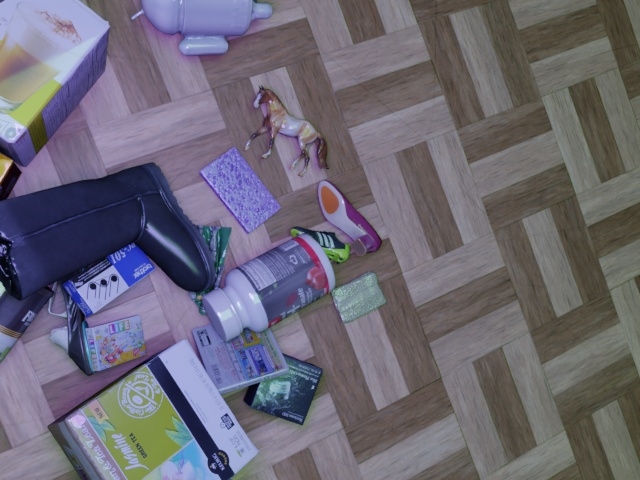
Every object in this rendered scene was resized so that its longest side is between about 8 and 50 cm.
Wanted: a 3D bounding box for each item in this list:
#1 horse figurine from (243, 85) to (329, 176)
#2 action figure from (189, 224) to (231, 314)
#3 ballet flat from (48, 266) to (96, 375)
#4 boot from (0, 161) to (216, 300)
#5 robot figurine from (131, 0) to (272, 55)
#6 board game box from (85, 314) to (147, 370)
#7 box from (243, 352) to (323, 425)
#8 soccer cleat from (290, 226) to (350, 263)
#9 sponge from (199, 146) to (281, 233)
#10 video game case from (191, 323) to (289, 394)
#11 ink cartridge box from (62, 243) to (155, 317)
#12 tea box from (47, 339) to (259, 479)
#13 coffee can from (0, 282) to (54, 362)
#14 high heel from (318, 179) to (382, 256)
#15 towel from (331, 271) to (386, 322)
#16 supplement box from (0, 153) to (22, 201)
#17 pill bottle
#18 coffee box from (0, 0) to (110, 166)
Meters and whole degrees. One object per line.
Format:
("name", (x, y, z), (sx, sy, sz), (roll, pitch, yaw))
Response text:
("horse figurine", (-0.084, -0.285, 1.822), (0.263, 0.066, 0.174), (24, 86, -14))
("action figure", (-0.298, 0.077, 1.737), (0.137, 0.063, 0.232), (2, 90, -22))
("ballet flat", (-0.603, 0.191, 1.617), (0.096, 0.095, 0.280), (-7, 79, -9))
("boot", (-0.491, 0.026, 1.515), (0.367, 0.146, 0.445), (57, 37, 5))
("robot figurine", (-0.301, -0.624, 1.692), (0.353, 0.200, 0.300), (-6, 106, -18))
("board game box", (-0.495, 0.247, 1.627), (0.154, 0.026, 0.103), (-12, 92, -60))
("box", (-0.098, 0.384, 1.770), (0.156, 0.093, 0.158), (23, 81, -16))
("soccer cleat", (0.000, 0.000, 1.846), (0.179, 0.060, 0.072), (27, 55, -12))
("sponge", (-0.214, -0.134, 1.788), (0.117, 0.031, 0.210), (-40, 99, -16))
("video game case", (-0.206, 0.281, 1.698), (0.193, 0.212, 0.023), (-14, 134, -19))
("ink cartridge box", (-0.510, 0.088, 1.622), (0.097, 0.046, 0.207), (56, 44, -8))
("tea box", (-0.385, 0.462, 1.544), (0.323, 0.220, 0.329), (-35, 93, -36))
("coffee can", (-0.768, 0.174, 1.497), (0.201, 0.201, 0.275), (37, 77, -13))
("high heel", (0.086, -0.071, 1.880), (0.244, 0.082, 0.117), (54, 33, 7))
("towel", (0.108, 0.161, 1.884), (0.148, 0.027, 0.110), (-24, 96, -18))
("supplement box", (-0.790, -0.117, 1.506), (0.129, 0.194, 0.191), (28, 79, -15))
("pill bottle", (-0.135, 0.126, 1.717), (0.318, 0.176, 0.176), (-28, 96, -21))
("coffee box", (-0.705, -0.411, 1.474), (0.337, 0.338, 0.334), (37, 77, -14))
